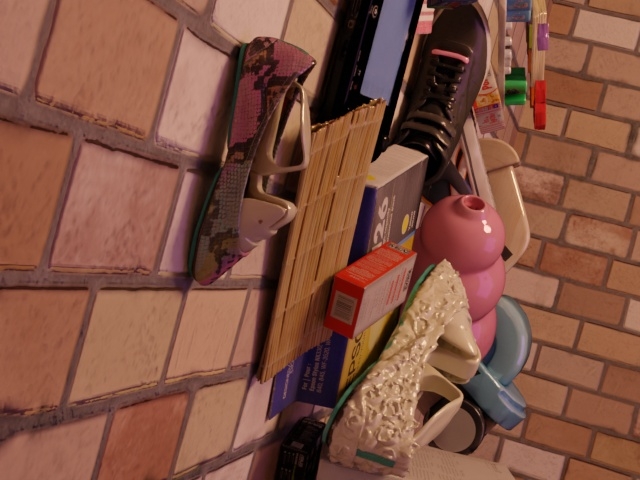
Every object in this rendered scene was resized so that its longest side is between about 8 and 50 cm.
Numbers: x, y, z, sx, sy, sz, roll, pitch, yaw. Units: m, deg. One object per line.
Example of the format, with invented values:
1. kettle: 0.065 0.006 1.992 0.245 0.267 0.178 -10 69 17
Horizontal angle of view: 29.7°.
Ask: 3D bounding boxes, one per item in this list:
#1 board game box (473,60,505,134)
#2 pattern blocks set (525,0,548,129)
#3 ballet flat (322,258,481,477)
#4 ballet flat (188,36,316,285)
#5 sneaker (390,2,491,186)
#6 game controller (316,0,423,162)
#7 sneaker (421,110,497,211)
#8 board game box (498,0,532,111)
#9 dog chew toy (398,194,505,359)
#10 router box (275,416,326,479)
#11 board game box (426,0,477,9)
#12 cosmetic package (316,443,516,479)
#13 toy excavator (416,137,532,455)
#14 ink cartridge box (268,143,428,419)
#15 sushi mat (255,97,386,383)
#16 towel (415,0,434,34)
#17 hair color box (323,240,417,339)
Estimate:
1. board game box: 0.248 -0.282 1.919 0.147 0.045 0.193 44 32 -73
2. pattern blocks set: 0.363 -0.352 2.036 0.325 0.026 0.285 -73 162 -66
3. ballet flat: 0.137 0.179 1.620 0.409 0.147 0.147 -51 153 -49
4. ballet flat: -0.052 -0.061 1.028 0.077 0.079 0.221 -5 110 -77
5. sneaker: 0.176 -0.205 1.765 0.147 0.104 0.296 -59 165 -65
6. game controller: 0.071 -0.246 1.363 0.166 0.067 0.319 1 103 -77
7. sneaker: 0.202 -0.136 1.958 0.126 0.127 0.321 -61 138 -74
8. board game box: 0.308 -0.457 1.931 0.390 0.050 0.390 64 27 -71
9. dog chew toy: 0.199 0.066 1.903 0.206 0.206 0.332 -60 169 -48
10. router box: -0.031 0.315 1.643 0.092 0.038 0.122 -47 150 -66
11. board game box: 0.161 -0.381 1.435 0.136 0.035 0.201 -131 -136 -80
12. cosmetic package: 0.135 0.354 1.700 0.377 0.284 0.097 31 70 -87
13. toy excavator: 0.281 0.102 2.161 0.445 0.433 0.222 -42 169 8
14. ink cartridge box: 0.045 0.052 1.548 0.307 0.072 0.304 -37 141 -65
15. sushi mat: 0.000 0.000 1.337 0.151 0.019 0.316 -26 136 -51
16. towel: 0.139 -0.362 1.575 0.144 0.029 0.197 -34 138 -65
17. hair color box: 0.060 0.057 1.439 0.141 0.043 0.072 -28 136 -56
